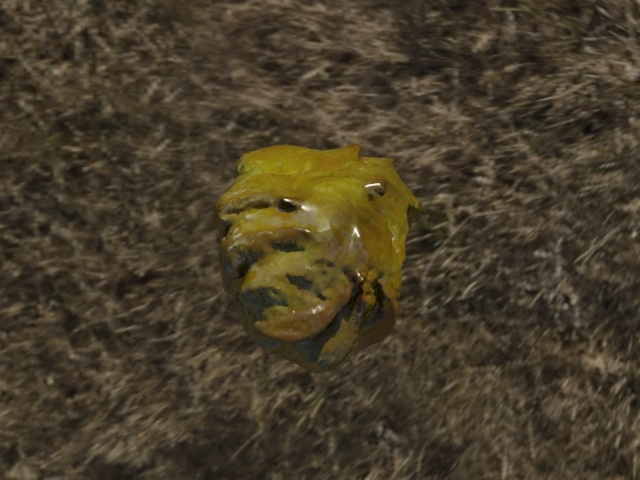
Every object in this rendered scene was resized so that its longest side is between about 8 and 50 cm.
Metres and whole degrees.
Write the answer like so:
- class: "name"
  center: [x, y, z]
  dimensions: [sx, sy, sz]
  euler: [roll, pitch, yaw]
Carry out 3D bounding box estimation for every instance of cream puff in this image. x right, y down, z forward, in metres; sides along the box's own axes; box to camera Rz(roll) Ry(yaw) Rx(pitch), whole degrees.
- class: "cream puff"
  center: [0.000, 0.000, 0.456]
  dimensions: [0.058, 0.083, 0.083]
  euler: [-32, 80, 38]
